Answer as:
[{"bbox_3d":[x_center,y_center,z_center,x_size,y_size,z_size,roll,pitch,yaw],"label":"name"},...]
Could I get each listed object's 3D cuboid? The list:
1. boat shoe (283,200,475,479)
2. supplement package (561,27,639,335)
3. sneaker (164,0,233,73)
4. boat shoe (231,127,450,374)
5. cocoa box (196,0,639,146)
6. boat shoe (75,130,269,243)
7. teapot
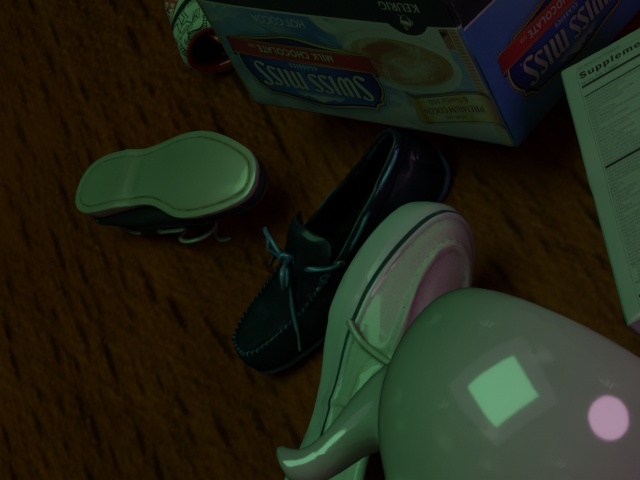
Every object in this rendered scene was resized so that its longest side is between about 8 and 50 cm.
[{"bbox_3d":[0.070,0.148,1.366,0.156,0.136,0.367,12,75,46],"label":"boat shoe"},{"bbox_3d":[0.289,-0.038,1.287,0.139,0.134,0.244,-29,48,26],"label":"supplement package"},{"bbox_3d":[-0.050,-0.281,1.795,0.270,0.090,0.145,-35,46,25],"label":"sneaker"},{"bbox_3d":[0.000,0.000,1.560,0.258,0.089,0.109,-53,42,1],"label":"boat shoe"},{"bbox_3d":[0.071,-0.253,1.519,0.347,0.228,0.231,14,52,46],"label":"cocoa box"},{"bbox_3d":[-0.137,-0.045,1.724,0.254,0.079,0.095,-9,60,41],"label":"boat shoe"},{"bbox_3d":[0.138,0.166,1.175,0.187,0.252,0.256,-59,17,-14],"label":"teapot"}]
